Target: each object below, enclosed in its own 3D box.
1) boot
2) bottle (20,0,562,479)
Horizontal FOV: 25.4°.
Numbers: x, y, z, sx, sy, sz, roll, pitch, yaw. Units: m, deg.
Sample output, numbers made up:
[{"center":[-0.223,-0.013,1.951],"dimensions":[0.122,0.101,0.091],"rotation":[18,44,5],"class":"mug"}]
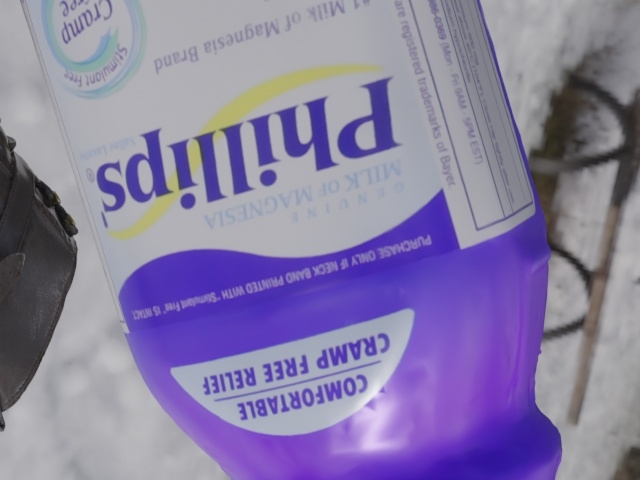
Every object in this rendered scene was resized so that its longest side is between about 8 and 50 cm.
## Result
[{"center":[-0.190,-0.060,0.734],"dimensions":[0.229,0.091,0.263],"rotation":[61,33,-52],"class":"boot"},{"center":[0.000,0.000,0.387],"dimensions":[0.092,0.118,0.282],"rotation":[-25,99,-66],"class":"bottle"}]
